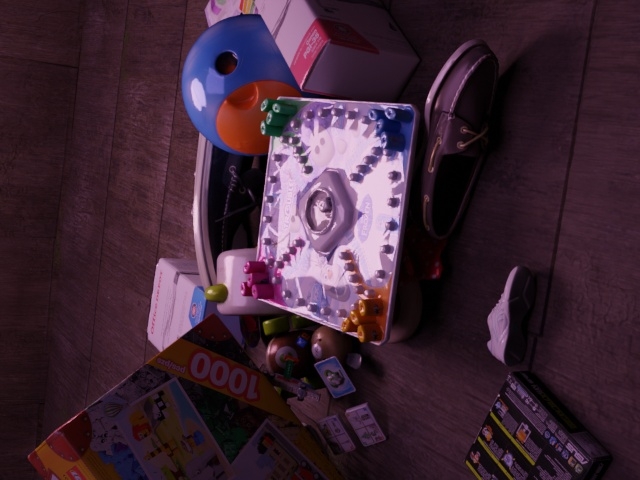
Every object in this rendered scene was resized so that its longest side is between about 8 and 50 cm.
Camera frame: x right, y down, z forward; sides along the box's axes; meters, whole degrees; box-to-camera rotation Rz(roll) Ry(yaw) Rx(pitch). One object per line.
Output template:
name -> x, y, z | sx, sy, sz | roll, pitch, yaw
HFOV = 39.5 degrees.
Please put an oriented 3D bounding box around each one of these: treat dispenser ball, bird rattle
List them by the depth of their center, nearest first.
bird rattle -> 0.124, 0.077, 1.568 | 0.253, 0.143, 0.207 | -4, 95, 45
treat dispenser ball -> -0.139, -0.316, 1.820 | 0.288, 0.288, 0.288 | -8, 81, 58

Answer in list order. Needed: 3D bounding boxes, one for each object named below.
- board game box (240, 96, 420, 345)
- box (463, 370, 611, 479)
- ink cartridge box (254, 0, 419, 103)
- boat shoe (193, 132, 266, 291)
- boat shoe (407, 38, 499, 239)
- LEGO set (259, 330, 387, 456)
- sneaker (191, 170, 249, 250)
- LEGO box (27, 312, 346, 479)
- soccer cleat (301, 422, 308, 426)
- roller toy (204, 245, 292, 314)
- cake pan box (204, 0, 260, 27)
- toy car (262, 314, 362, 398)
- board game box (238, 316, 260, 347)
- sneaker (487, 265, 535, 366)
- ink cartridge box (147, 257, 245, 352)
board game box -> -0.002, -0.051, 1.549 | 0.390, 0.050, 0.390 | 15, 100, 51
box -> 0.306, 0.317, 1.285 | 0.191, 0.045, 0.184 | 49, 130, 47
ink cartridge box -> 0.024, -0.389, 1.641 | 0.117, 0.207, 0.283 | -58, 42, 36
boat shoe -> -0.198, -0.116, 1.992 | 0.187, 0.156, 0.500 | 104, 170, -78
boat shoe -> 0.216, -0.153, 1.408 | 0.097, 0.116, 0.324 | 50, 132, 42
LEGO set -> -0.006, 0.283, 1.646 | 0.182, 0.060, 0.244 | -26, 101, 27
sneaker -> -0.247, -0.041, 2.121 | 0.111, 0.129, 0.297 | -17, 74, 54
LEGO box -> -0.197, 0.444, 1.575 | 0.500, 0.372, 0.193 | 51, 140, 1
soccer cleat -> -0.109, 0.516, 1.861 | 0.108, 0.116, 0.318 | 50, 128, 48
roller toy -> -0.119, 0.082, 1.850 | 0.191, 0.209, 0.146 | -4, 84, 25
cake pan box -> -0.180, -0.530, 2.116 | 0.246, 0.070, 0.267 | -48, 49, 48
toy car -> 0.002, 0.209, 1.705 | 0.188, 0.149, 0.155 | -18, 83, 44
board game box -> -0.148, 0.154, 1.988 | 0.033, 0.133, 0.169 | -10, 77, 13
sneaker -> 0.279, 0.109, 1.337 | 0.061, 0.053, 0.152 | 26, 110, 59
ink cartridge box -> -0.303, 0.192, 2.188 | 0.307, 0.129, 0.223 | 29, 112, 55
